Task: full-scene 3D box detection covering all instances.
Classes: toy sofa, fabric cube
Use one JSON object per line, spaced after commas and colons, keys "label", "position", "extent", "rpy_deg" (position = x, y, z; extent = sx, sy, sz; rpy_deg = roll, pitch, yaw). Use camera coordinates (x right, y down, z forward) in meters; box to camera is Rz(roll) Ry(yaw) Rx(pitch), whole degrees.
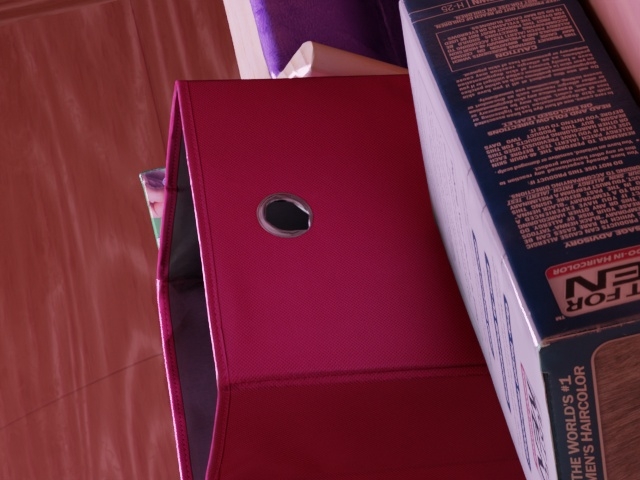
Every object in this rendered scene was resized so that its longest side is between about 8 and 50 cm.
{"label": "toy sofa", "position": [0.008, -0.230, 1.503], "extent": [0.177, 0.150, 0.362], "rpy_deg": [-50, 40, 38]}
{"label": "fabric cube", "position": [0.030, 0.054, 1.376], "extent": [0.259, 0.258, 0.254], "rpy_deg": [101, 163, -54]}

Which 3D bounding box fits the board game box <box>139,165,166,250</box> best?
{"label": "board game box", "position": [0.000, 0.000, 1.949], "extent": [0.046, 0.317, 0.213], "rpy_deg": [-102, 0, -84]}

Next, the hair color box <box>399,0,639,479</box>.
{"label": "hair color box", "position": [0.134, 0.006, 1.088], "extent": [0.347, 0.105, 0.174], "rpy_deg": [-104, 2, -54]}
